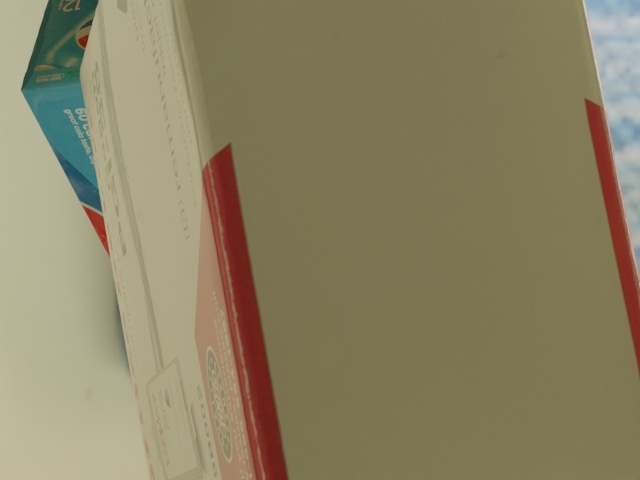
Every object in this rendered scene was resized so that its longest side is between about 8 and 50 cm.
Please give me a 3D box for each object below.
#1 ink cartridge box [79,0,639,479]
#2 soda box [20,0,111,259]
[{"bbox_3d":[0.000,0.000,0.649,0.117,0.207,0.283,-9,172,-12],"label":"ink cartridge box"},{"bbox_3d":[-0.072,-0.027,0.979,0.071,0.210,0.067,-5,-134,17],"label":"soda box"}]
